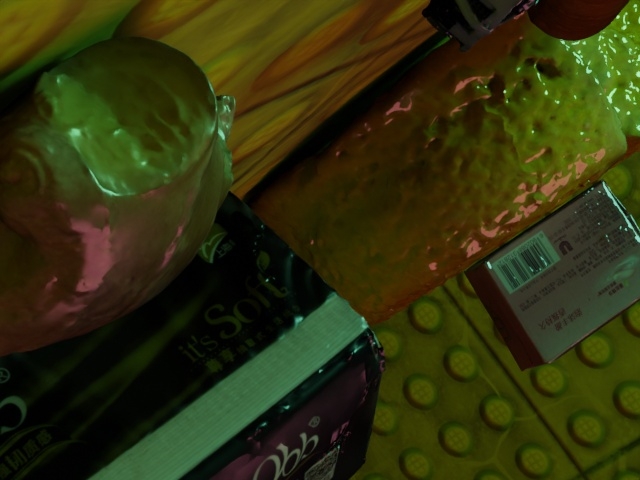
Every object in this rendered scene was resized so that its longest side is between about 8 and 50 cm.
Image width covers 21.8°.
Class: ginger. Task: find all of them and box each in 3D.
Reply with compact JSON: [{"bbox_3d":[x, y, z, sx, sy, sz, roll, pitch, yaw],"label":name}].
[{"bbox_3d":[-0.085,-0.017,0.687,0.131,0.086,0.294,-59,180,2],"label":"ginger"}]

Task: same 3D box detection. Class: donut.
[{"bbox_3d":[0.132,-0.071,1.440,0.378,0.163,0.435,-37,178,34],"label":"donut"}]

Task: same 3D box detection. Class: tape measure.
[{"bbox_3d":[0.101,-0.151,0.933,0.091,0.054,0.094,-42,-179,-25],"label":"tape measure"}]

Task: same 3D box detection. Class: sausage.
[{"bbox_3d":[0.180,-0.183,1.124,0.076,0.076,0.197,-36,177,-3],"label":"sausage"}]

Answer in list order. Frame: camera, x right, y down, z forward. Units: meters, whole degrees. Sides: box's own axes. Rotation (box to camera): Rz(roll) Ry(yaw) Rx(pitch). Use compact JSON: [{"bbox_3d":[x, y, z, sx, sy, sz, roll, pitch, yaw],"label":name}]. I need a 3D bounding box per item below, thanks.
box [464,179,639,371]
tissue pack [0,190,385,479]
[{"bbox_3d":[0.218,0.031,1.474,0.156,0.111,0.060,-31,177,-16],"label":"box"},{"bbox_3d":[-0.137,0.159,1.166,0.370,0.198,0.210,-34,148,-29],"label":"tissue pack"}]
